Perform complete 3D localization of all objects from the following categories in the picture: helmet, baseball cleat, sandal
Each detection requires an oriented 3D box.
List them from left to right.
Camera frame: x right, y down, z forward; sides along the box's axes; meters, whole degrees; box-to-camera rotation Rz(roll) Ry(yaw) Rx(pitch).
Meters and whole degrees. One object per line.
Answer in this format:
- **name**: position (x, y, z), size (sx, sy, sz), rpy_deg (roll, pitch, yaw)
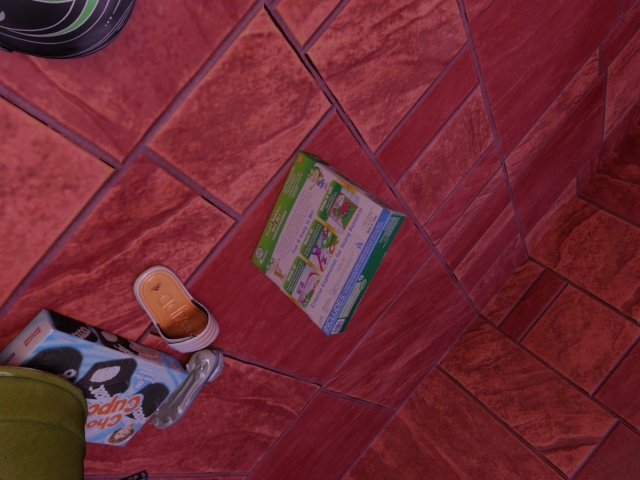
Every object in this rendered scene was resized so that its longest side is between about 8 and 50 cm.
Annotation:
- **helmet**: position (-0.255, -0.261, 0.463), size (0.161, 0.169, 0.170), rpy_deg (-9, 130, -23)
- **sandal**: position (-0.255, 0.151, 0.900), size (0.102, 0.076, 0.265), rpy_deg (-40, 144, -15)
- **baseball cleat**: position (-0.270, 0.313, 1.034), size (0.206, 0.072, 0.109), rpy_deg (-49, 160, 13)

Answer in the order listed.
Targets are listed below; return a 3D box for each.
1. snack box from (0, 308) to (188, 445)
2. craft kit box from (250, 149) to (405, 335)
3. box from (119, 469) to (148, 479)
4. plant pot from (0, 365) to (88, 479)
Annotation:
- **snack box**: position (-0.401, 0.251, 0.844), size (0.187, 0.060, 0.322), rpy_deg (-48, 144, -3)
- **craft kit box**: position (0.000, 0.000, 0.900), size (0.060, 0.246, 0.250), rpy_deg (2, 120, -52)
- **box**: position (-0.442, 0.568, 1.117), size (0.083, 0.018, 0.067), rpy_deg (-1, 121, -47)
- **plant pot**: position (-0.459, 0.408, 0.598), size (0.366, 0.353, 0.367), rpy_deg (-20, 142, -16)
